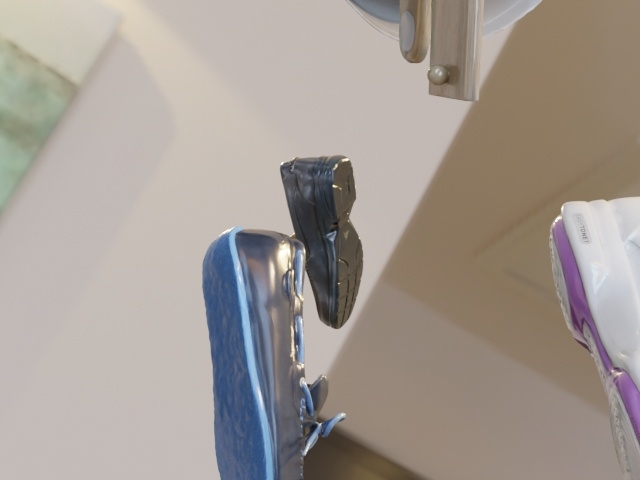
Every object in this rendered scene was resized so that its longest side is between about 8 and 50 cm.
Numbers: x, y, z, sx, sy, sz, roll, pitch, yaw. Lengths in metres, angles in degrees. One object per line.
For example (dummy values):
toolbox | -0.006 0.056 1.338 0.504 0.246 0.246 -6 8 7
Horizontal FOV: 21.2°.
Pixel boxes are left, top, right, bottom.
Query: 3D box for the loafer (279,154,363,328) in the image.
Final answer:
loafer | 0.000 0.000 1.575 0.061 0.062 0.170 6 -68 24

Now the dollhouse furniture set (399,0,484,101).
dollhouse furniture set | -0.004 -0.146 0.981 0.151 0.123 0.144 -1 9 -19

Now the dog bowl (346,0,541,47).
dog bowl | 0.108 -0.343 1.457 0.102 0.349 0.349 36 -11 43

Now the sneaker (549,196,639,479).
sneaker | 0.237 0.072 1.017 0.152 0.305 0.114 -12 -44 -1

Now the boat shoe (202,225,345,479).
boat shoe | -0.027 0.115 1.325 0.089 0.258 0.109 -1 -4 -30
